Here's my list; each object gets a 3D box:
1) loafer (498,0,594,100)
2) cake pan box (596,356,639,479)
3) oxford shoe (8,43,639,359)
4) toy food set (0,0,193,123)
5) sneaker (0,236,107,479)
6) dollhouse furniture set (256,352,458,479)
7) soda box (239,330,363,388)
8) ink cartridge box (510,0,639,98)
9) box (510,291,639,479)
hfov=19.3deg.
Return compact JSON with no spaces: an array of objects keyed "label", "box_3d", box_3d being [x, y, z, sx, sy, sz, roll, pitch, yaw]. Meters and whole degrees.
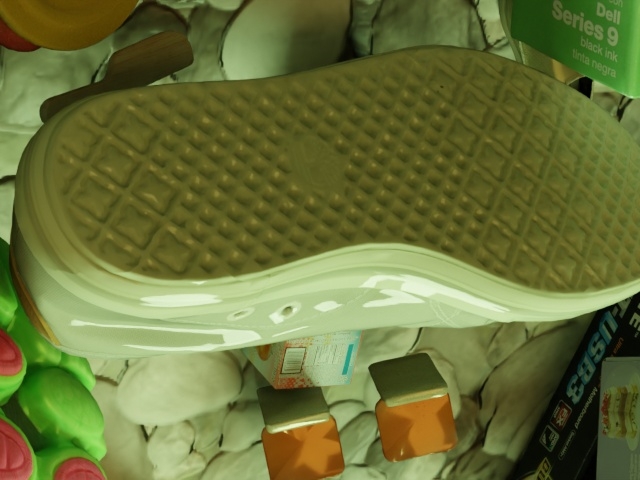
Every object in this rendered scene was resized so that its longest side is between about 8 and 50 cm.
[{"label":"loafer","box_3d":[0.152,-0.120,1.206,0.056,0.050,0.148,-27,127,-15]},{"label":"cake pan box","box_3d":[0.301,0.220,1.316,0.245,0.070,0.267,5,84,-30]},{"label":"oxford shoe","box_3d":[0.016,-0.014,1.065,0.449,0.169,0.130,-4,157,-36]},{"label":"toy food set","box_3d":[-0.153,-0.169,0.976,0.128,0.071,0.218,-40,127,-41]},{"label":"sneaker","box_3d":[-0.327,0.056,0.952,0.482,0.185,0.202,21,137,-27]},{"label":"dollhouse furniture set","box_3d":[-0.004,0.231,1.200,0.259,0.135,0.262,-12,98,-3]},{"label":"soda box","box_3d":[0.000,0.000,1.175,0.058,0.063,0.183,-1,117,-30]},{"label":"ink cartridge box","box_3d":[0.234,-0.251,1.093,0.211,0.121,0.289,-15,121,-27]},{"label":"box","box_3d":[0.311,0.126,1.429,0.295,0.073,0.293,16,107,-35]}]
